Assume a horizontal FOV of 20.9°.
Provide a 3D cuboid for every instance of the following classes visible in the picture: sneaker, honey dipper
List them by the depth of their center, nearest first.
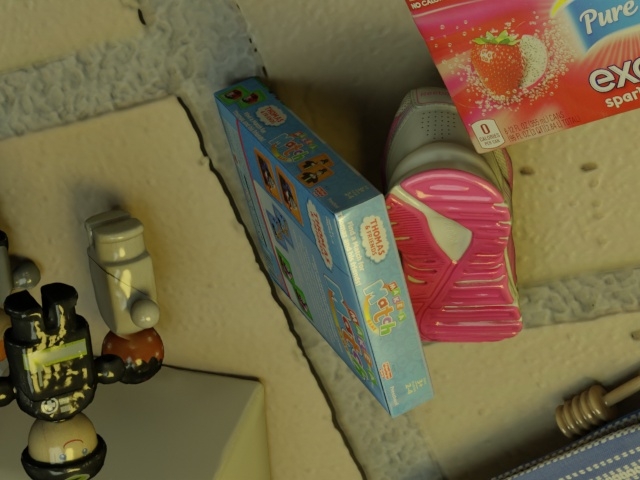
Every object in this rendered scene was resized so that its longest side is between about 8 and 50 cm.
[{"bbox_3d":[0.090,-0.013,1.177,0.103,0.111,0.252,3,149,2],"label":"sneaker"},{"bbox_3d":[0.239,0.096,1.251,0.160,0.030,0.030,-36,108,31],"label":"honey dipper"}]

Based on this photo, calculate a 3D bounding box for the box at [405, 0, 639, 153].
[{"bbox_3d":[0.190,-0.162,1.013,0.256,0.123,0.128,-15,118,27],"label":"box"}]

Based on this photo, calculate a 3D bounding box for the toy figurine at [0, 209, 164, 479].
[{"bbox_3d":[-0.225,0.075,1.272,0.213,0.209,0.148,2,114,17],"label":"toy figurine"}]

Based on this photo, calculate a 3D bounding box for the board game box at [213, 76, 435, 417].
[{"bbox_3d":[0.000,0.000,1.158,0.039,0.211,0.160,-24,123,-12],"label":"board game box"}]

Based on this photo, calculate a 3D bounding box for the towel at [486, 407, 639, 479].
[{"bbox_3d":[0.267,0.271,1.350,0.243,0.040,0.336,-31,115,36],"label":"towel"}]

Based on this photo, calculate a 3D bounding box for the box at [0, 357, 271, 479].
[{"bbox_3d":[-0.159,0.282,1.429,0.215,0.168,0.345,7,127,14],"label":"box"}]
